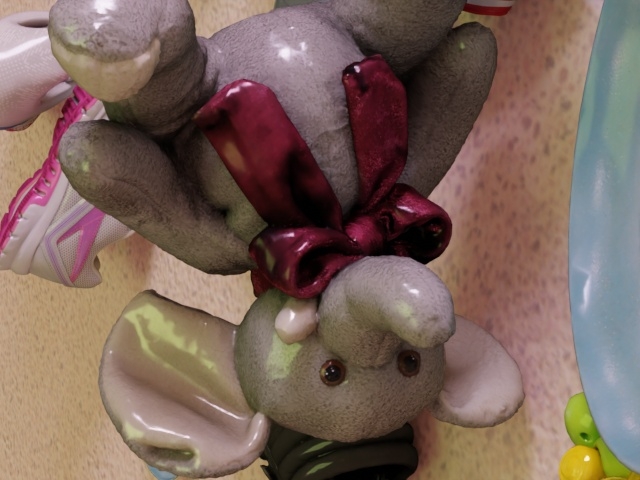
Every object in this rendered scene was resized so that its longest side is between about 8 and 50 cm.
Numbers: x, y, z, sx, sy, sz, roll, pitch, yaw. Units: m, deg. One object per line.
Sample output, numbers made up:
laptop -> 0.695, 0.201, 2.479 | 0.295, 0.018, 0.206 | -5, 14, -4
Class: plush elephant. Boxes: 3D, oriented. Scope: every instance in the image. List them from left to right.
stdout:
plush elephant -> 0.000, 0.000, 0.824 | 0.255, 0.272, 0.330 | 66, 157, 17

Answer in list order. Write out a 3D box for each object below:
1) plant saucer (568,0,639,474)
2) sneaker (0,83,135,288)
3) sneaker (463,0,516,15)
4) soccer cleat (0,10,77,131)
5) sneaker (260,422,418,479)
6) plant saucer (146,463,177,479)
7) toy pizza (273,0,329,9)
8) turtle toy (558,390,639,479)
plant saucer -> 0.179, -0.050, 0.652 | 0.317, 0.044, 0.317 | -172, 90, -84
sneaker -> -0.199, -0.063, 1.331 | 0.252, 0.111, 0.103 | -57, 21, 14
sneaker -> 0.066, -0.227, 0.889 | 0.128, 0.087, 0.221 | -58, 44, 41
soccer cleat -> -0.285, -0.171, 1.436 | 0.331, 0.143, 0.116 | -105, -4, -78
sneaker -> -0.034, 0.145, 1.055 | 0.296, 0.105, 0.146 | -36, 57, 49
plant saucer -> -0.136, 0.157, 1.306 | 0.119, 0.021, 0.119 | 4, 95, 59
toy pizza -> 0.023, -0.134, 1.017 | 0.201, 0.032, 0.201 | 4, 95, 60
turtle toy -> 0.173, 0.109, 0.742 | 0.130, 0.095, 0.066 | 6, 76, 58
